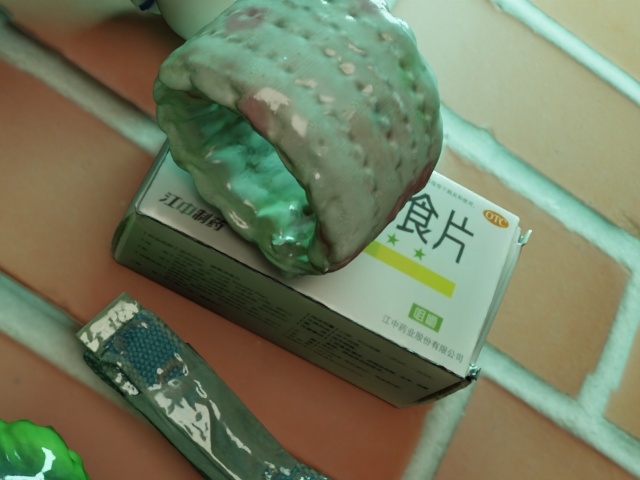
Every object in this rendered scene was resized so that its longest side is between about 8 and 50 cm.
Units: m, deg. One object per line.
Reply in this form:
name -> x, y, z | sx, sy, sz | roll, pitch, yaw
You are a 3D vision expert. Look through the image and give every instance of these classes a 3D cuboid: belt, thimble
belt -> -0.079, 0.167, 0.779 | 0.302, 0.087, 0.072 | 44, 66, -1
thimble -> -0.009, -0.081, 0.690 | 0.149, 0.185, 0.211 | -45, 124, -26

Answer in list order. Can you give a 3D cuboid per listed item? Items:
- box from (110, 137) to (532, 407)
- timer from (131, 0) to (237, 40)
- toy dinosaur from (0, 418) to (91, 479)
box -> 0.002, 0.002, 0.838 | 0.333, 0.145, 0.173 | 28, 66, -8
timer -> -0.201, -0.295, 0.837 | 0.384, 0.270, 0.270 | 22, 64, -27
toy dinosaur -> -0.177, 0.158, 0.561 | 0.500, 0.374, 0.144 | 14, 62, 25
